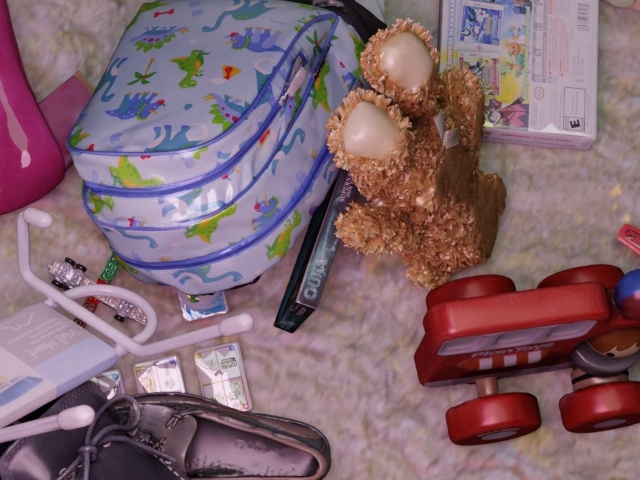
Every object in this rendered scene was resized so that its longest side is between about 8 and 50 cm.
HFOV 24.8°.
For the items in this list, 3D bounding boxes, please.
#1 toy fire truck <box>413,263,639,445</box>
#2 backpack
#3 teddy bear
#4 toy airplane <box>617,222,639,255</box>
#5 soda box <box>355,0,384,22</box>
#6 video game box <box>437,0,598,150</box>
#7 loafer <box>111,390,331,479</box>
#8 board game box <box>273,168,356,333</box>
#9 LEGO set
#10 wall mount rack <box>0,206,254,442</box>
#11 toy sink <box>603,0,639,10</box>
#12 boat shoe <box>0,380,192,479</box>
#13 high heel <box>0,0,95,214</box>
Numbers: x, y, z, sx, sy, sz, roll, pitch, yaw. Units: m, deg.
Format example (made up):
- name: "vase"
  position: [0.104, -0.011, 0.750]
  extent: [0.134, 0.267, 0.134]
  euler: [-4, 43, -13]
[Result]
- name: "toy fire truck"
  position: [0.245, 0.099, 1.496]
  extent: [0.302, 0.254, 0.169]
  euler: [-6, 73, -6]
- name: "backpack"
  position: [-0.109, -0.114, 1.502]
  extent: [0.290, 0.273, 0.355]
  euler: [9, 67, 23]
- name: "teddy bear"
  position: [0.091, -0.085, 1.522]
  extent: [0.113, 0.338, 0.245]
  euler: [8, 81, 28]
- name: "toy airplane"
  position: [0.413, 0.006, 1.659]
  extent: [0.151, 0.028, 0.151]
  euler: [2, 72, -6]
- name: "soda box"
  position: [0.043, -0.280, 1.706]
  extent: [0.063, 0.058, 0.183]
  euler: [1, 72, -4]
- name: "video game box"
  position: [0.229, -0.212, 1.706]
  extent: [0.187, 0.048, 0.205]
  euler: [6, 71, -5]
- name: "loafer"
  position: [-0.119, 0.211, 1.509]
  extent: [0.268, 0.084, 0.096]
  euler: [6, 89, -4]
- name: "board game box"
  position: [0.000, 0.000, 1.575]
  extent: [0.026, 0.126, 0.186]
  euler: [21, 71, -6]
- name: "LEGO set"
  position: [-0.190, 0.086, 1.584]
  extent: [0.182, 0.060, 0.244]
  euler: [-13, 85, -9]
- name: "wall mount rack"
  position: [-0.248, 0.096, 1.335]
  extent: [0.304, 0.130, 0.350]
  euler: [27, 36, 28]
- name: "toy sink"
  position: [0.412, -0.346, 1.710]
  extent: [0.131, 0.153, 0.234]
  euler: [15, 72, 0]
- name: "boat shoe"
  position: [-0.244, 0.231, 1.399]
  extent: [0.500, 0.156, 0.187]
  euler: [27, 38, 20]
- name: "high heel"
  position: [-0.410, -0.206, 1.603]
  extent: [0.377, 0.127, 0.181]
  euler: [45, 64, 6]
